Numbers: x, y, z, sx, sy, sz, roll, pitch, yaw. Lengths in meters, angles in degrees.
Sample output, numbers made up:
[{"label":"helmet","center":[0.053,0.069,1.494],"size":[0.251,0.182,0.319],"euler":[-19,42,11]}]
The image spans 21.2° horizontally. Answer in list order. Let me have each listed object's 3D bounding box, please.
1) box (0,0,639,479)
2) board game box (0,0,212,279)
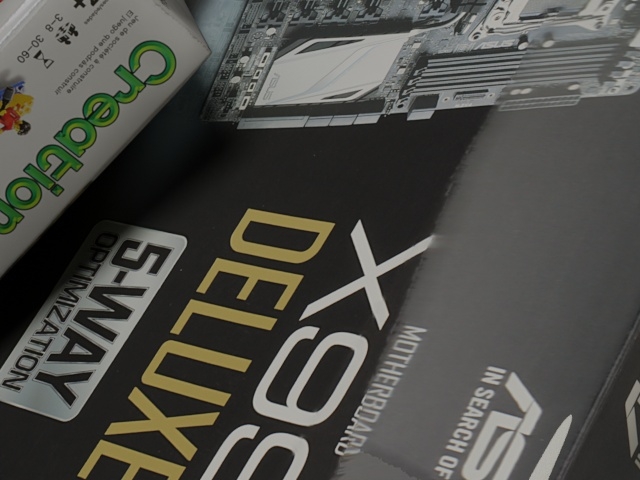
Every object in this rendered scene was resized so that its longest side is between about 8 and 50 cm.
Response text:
[{"label":"box","center":[0.031,-0.022,0.515],"size":[0.242,0.076,0.307],"euler":[11,61,43]},{"label":"board game box","center":[-0.144,-0.056,0.611],"size":[0.193,0.053,0.305],"euler":[-46,25,8]}]
